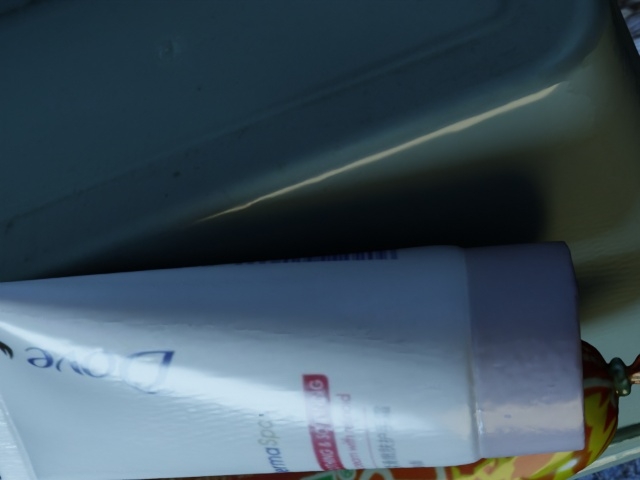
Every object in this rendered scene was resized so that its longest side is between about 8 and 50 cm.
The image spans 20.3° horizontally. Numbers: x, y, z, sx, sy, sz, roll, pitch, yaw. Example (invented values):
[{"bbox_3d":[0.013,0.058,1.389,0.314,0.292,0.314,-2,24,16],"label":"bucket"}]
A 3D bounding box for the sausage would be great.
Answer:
[{"bbox_3d":[0.018,0.093,0.768,0.264,0.083,0.083,-19,164,7],"label":"sausage"}]

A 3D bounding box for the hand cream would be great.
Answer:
[{"bbox_3d":[-0.023,0.048,0.693,0.247,0.083,0.133,-7,138,6],"label":"hand cream"}]

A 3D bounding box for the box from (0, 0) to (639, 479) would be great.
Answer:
[{"bbox_3d":[0.000,0.000,0.843,0.352,0.177,0.344,-20,147,12],"label":"box"}]
